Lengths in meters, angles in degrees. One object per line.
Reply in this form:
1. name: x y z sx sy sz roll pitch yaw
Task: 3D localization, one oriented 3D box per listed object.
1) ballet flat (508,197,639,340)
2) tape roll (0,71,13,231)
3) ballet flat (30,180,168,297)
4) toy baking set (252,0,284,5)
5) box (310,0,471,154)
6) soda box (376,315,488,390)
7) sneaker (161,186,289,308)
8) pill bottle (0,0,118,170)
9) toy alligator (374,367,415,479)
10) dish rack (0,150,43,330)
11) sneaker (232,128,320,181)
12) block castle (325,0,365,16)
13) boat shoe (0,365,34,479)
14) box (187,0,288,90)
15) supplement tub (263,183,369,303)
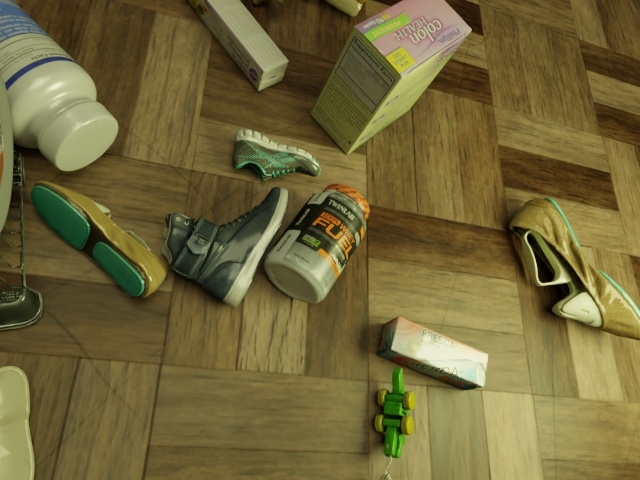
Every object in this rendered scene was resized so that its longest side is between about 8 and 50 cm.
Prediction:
1. ballet flat: 0.499 0.074 0.996 0.124 0.116 0.342 -30 80 -8
2. tape roll: -0.423 -0.108 0.575 0.072 0.219 0.219 2 68 -20
3. ballet flat: -0.327 -0.007 0.743 0.232 0.080 0.073 44 33 -1
4. toy baking set: -0.105 -0.614 0.988 0.197 0.256 0.030 40 30 12
5. box: 0.123 -0.313 0.933 0.213 0.243 0.117 -39 86 -29
6. soda box: 0.193 0.196 0.849 0.183 0.058 0.063 23 62 -9
7. sneaker: -0.155 -0.027 0.796 0.163 0.086 0.226 30 62 -9
8. pill bottle: -0.442 -0.237 0.740 0.272 0.152 0.152 44 61 1
9. toy alligator: 0.121 0.301 0.784 0.051 0.056 0.189 42 50 -48
10. dish rack: -0.503 -0.008 0.669 0.208 0.074 0.271 -5 69 -24
11. sneaker: -0.083 -0.138 0.894 0.166 0.065 0.076 18 79 -9
12. block castle: 0.098 -0.759 1.081 0.213 0.303 0.453 28 62 -15
13. boat shoe: -0.406 0.262 0.607 0.065 0.075 0.206 -12 74 21
14. box: -0.189 -0.443 0.973 0.067 0.063 0.324 -36 84 -27
15. supplement tub: 0.000 0.000 0.825 0.117 0.117 0.190 36 61 -3
